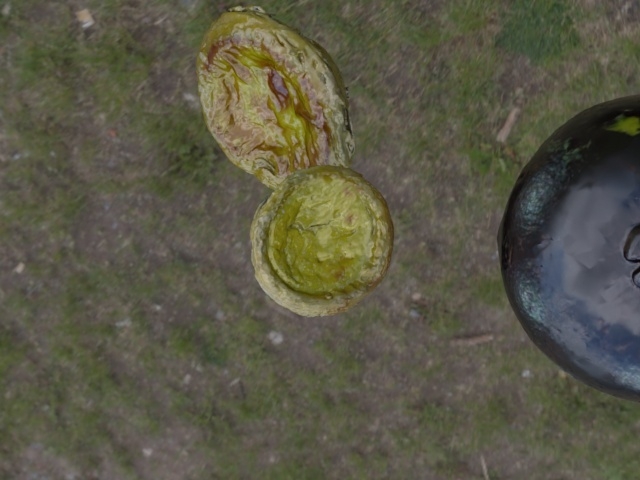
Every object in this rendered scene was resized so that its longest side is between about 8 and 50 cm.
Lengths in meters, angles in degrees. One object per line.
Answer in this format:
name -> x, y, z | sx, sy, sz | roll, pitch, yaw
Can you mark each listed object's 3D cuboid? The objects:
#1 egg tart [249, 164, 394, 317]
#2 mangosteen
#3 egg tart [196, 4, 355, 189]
egg tart -> 0.000, 0.000, 1.110 | 0.191, 0.074, 0.191 | 0, 90, -17
mangosteen -> 0.300, 0.007, 0.827 | 0.287, 0.288, 0.288 | 7, 119, 12
egg tart -> -0.052, -0.201, 1.294 | 0.294, 0.116, 0.295 | 29, 140, 28
